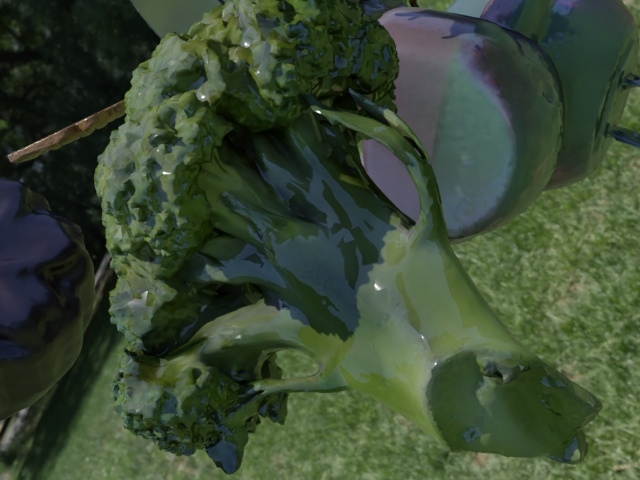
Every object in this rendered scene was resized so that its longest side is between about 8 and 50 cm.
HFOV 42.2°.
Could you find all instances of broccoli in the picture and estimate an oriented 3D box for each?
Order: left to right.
[{"bbox_3d":[-0.040,0.013,0.464,0.254,0.186,0.302,-35,51,23],"label":"broccoli"}]

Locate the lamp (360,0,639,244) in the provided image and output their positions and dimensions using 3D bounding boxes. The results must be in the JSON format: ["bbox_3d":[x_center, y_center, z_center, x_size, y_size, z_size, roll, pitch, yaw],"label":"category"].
[{"bbox_3d":[0.179,-0.118,0.702,0.301,0.247,0.247,-36,-44,-49],"label":"lamp"}]

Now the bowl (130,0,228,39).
[{"bbox_3d":[-0.114,-0.294,0.996,0.126,0.238,0.238,-54,11,-13],"label":"bowl"}]

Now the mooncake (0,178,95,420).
[{"bbox_3d":[-0.502,0.080,1.165,0.212,0.351,0.381,107,169,-49],"label":"mooncake"}]

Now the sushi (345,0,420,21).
[{"bbox_3d":[0.007,-0.352,1.194,0.417,0.176,0.417,57,160,34],"label":"sushi"}]

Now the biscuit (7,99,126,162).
[{"bbox_3d":[-0.434,-0.194,1.467,0.250,0.035,0.162,-25,10,-4],"label":"biscuit"}]
